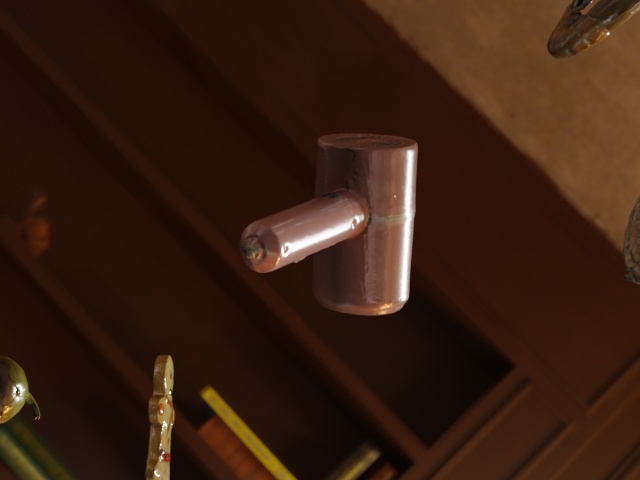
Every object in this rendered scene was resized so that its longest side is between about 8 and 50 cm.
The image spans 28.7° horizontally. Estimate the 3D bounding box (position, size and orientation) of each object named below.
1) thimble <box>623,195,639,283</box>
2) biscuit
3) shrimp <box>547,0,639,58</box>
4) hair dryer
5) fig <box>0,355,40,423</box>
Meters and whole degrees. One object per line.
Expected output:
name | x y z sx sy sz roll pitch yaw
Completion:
thimble | 0.587 -0.002 1.980 0.148 0.229 0.196 31 -40 -20
biscuit | -0.274 0.313 2.162 0.030 0.234 0.153 2 -17 1
shrimp | 0.460 -0.392 1.964 0.051 0.198 0.262 39 -51 -19
hair dryer | 0.000 0.000 1.451 0.125 0.352 0.210 10 -75 27
fig | -0.404 0.191 1.596 0.098 0.082 0.084 22 28 -56
